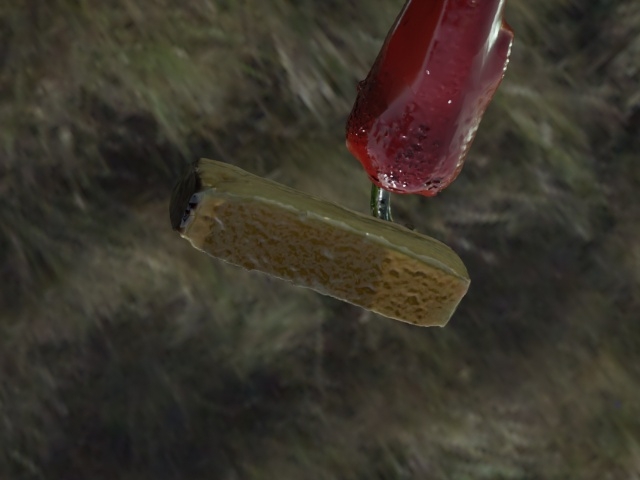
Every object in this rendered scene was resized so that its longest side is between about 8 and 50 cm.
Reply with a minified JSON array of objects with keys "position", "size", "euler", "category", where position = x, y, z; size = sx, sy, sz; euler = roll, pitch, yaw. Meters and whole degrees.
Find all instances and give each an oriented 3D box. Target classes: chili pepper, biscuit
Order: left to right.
[{"position":[0.000,0.000,1.135],"size":[0.188,0.056,0.052],"euler":[20,110,-18],"category":"biscuit"},{"position":[0.096,-0.148,1.465],"size":[0.110,0.110,0.387],"euler":[-1,128,-32],"category":"chili pepper"}]
